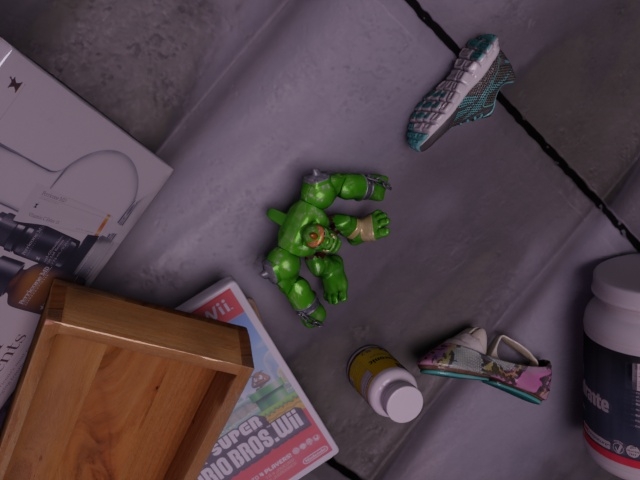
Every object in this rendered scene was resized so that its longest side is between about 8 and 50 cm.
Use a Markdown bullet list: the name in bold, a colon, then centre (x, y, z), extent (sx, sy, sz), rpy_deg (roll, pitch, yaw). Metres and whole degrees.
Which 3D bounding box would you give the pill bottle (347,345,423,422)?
- **pill bottle**: centre (0.081, 0.180, 1.037), extent (0.065, 0.116, 0.065), rpy_deg (-5, 107, -18)

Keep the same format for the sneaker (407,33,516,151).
- **sneaker**: centre (0.175, -0.165, 1.007), extent (0.076, 0.065, 0.166), rpy_deg (40, 91, -28)

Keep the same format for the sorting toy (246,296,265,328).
- **sorting toy**: centre (-0.140, 0.186, 1.010), extent (0.193, 0.038, 0.208), rpy_deg (-24, 116, -12)

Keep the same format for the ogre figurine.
- **ogre figurine**: centre (0.000, 0.000, 0.977), extent (0.118, 0.097, 0.197), rpy_deg (25, 111, -41)

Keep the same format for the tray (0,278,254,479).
- **tray**: centre (-0.245, 0.243, 0.897), extent (0.203, 0.076, 0.411), rpy_deg (17, 118, -21)

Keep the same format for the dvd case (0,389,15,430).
- **dvd case**: centre (-0.421, 0.190, 0.919), extent (0.221, 0.018, 0.164), rpy_deg (-19, 109, -13)

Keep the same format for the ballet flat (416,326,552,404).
- **ballet flat**: centre (0.223, 0.160, 1.113), extent (0.222, 0.077, 0.079), rpy_deg (19, 80, -27)

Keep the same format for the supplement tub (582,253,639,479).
- **supplement tub**: centre (0.453, 0.171, 1.124), extent (0.191, 0.191, 0.272), rpy_deg (-10, 107, -16)

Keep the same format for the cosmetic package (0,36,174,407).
- **cosmetic package**: centre (-0.332, 0.019, 0.759), extent (0.377, 0.097, 0.284), rpy_deg (-55, 156, -2)

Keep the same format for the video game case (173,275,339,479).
- **video game case**: centre (-0.123, 0.206, 0.987), extent (0.204, 0.025, 0.285), rpy_deg (-32, 117, -8)
